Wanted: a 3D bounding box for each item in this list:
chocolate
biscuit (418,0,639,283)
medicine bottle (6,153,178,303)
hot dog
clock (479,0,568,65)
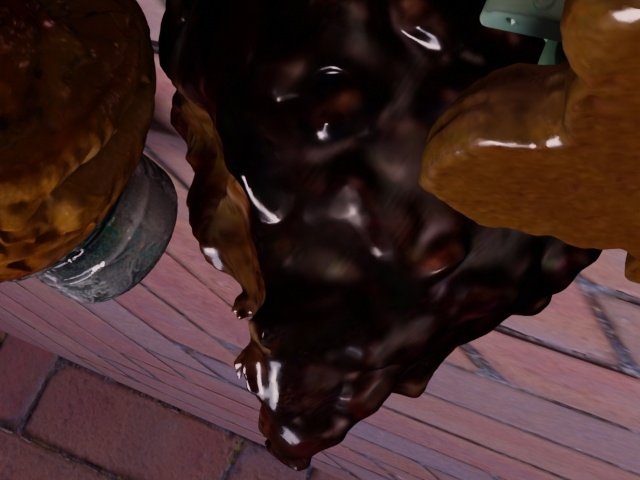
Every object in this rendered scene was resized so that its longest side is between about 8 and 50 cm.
[{"bbox_3d":[0.000,0.000,0.580,0.206,0.177,0.224,19,164,28],"label":"chocolate"},{"bbox_3d":[0.165,-0.022,0.362,0.290,0.041,0.208,4,158,23],"label":"biscuit"},{"bbox_3d":[-0.204,-0.069,0.774,0.141,0.141,0.293,14,162,42],"label":"medicine bottle"},{"bbox_3d":[-0.148,-0.086,0.557,0.160,0.099,0.227,23,-150,-42],"label":"hot dog"},{"bbox_3d":[0.118,-0.048,0.458,0.101,0.041,0.135,17,164,34],"label":"clock"}]
